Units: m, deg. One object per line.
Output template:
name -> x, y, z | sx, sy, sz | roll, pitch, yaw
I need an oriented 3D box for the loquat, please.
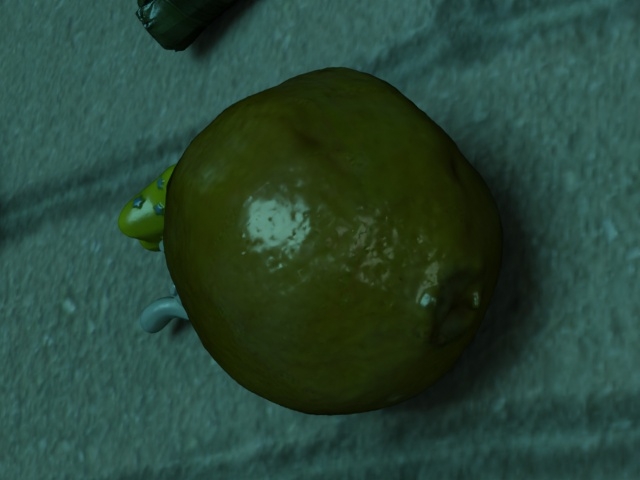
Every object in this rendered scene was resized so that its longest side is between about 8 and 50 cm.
loquat -> 0.000, 0.000, 1.006 | 0.187, 0.176, 0.234 | -50, 45, -4

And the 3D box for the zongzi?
zongzi -> -0.075, -0.225, 1.270 | 0.154, 0.062, 0.130 | -38, 37, 23

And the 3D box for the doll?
doll -> -0.083, 0.011, 1.176 | 0.113, 0.071, 0.135 | 43, 114, 28
